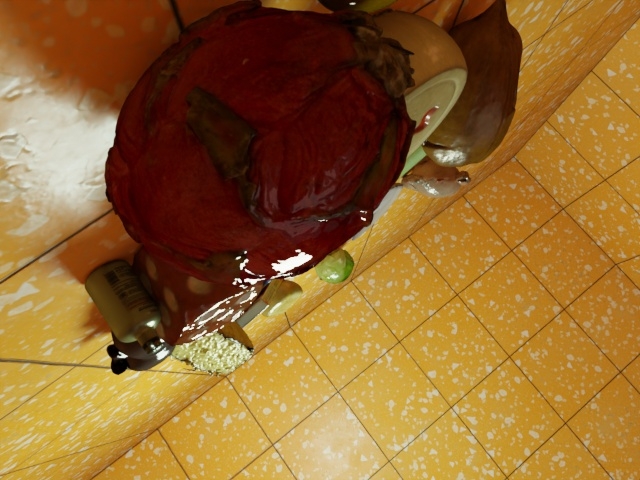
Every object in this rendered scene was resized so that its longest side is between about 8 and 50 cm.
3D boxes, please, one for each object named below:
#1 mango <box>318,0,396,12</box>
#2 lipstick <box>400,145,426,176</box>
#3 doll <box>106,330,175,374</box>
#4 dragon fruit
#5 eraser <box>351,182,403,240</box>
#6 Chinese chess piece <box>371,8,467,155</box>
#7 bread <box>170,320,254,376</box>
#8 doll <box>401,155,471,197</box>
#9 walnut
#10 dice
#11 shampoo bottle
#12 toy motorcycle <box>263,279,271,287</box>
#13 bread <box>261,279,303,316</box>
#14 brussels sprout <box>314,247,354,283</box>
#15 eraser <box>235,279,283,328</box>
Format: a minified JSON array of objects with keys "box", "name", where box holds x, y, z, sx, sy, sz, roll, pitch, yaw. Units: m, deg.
[{"box":[0.078,-0.324,0.499,0.227,0.099,0.136,-46,162,-8],"name":"mango"},{"box":[0.200,-0.204,1.321,0.304,0.076,0.076,-40,168,13],"name":"lipstick"},{"box":[-0.370,0.195,1.017,0.182,0.117,0.257,-31,165,-26],"name":"doll"},{"box":[-0.064,-0.091,0.503,0.342,0.278,0.277,-26,176,33],"name":"dragon fruit"},{"box":[0.154,-0.090,1.630,0.204,0.059,0.243,-27,160,-44],"name":"eraser"},{"box":[0.082,-0.209,0.804,0.338,0.141,0.338,-36,168,-9],"name":"Chinese chess piece"},{"box":[-0.311,0.256,1.308,0.160,0.147,0.260,-39,134,15],"name":"bread"},{"box":[0.374,-0.228,1.647,0.201,0.156,0.303,1,-173,-3],"name":"doll"},{"box":[0.291,-0.303,0.955,0.209,0.209,0.336,-30,144,-35],"name":"walnut"},{"box":[-0.224,0.068,0.868,0.179,0.174,0.175,-24,162,-36],"name":"dice"},{"box":[-0.311,0.115,0.788,0.079,0.162,0.079,-36,168,-9],"name":"shampoo bottle"},{"box":[-0.211,0.138,1.391,0.205,0.076,0.114,-44,174,26],"name":"toy motorcycle"},{"box":[-0.147,0.195,1.701,0.147,0.098,0.217,-40,170,3],"name":"bread"},{"box":[0.060,0.113,1.945,0.149,0.122,0.151,-34,168,-31],"name":"brussels sprout"},{"box":[-0.184,0.173,1.464,0.157,0.038,0.230,-42,-170,24],"name":"eraser"}]
